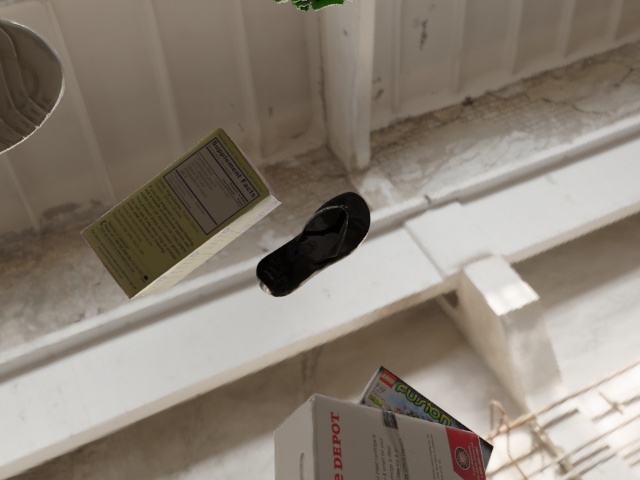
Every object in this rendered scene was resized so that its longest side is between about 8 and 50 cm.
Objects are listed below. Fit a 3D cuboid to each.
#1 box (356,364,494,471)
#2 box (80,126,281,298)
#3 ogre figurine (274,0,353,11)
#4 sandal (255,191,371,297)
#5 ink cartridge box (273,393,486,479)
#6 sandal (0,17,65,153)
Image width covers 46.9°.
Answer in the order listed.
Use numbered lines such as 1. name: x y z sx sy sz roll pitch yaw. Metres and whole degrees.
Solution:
1. box: 0.145 0.284 1.071 0.114 0.207 0.036 -50 -7 -50
2. box: -0.194 -0.036 1.094 0.243 0.117 0.213 -36 -1 1
3. ogre figurine: -0.018 -0.358 1.000 0.197 0.118 0.096 53 -133 -60
4. sandal: 0.000 0.001 1.216 0.254 0.097 0.054 -44 -19 -33
5. ink cartridge box: 0.071 0.289 0.822 0.237 0.172 0.100 19 -44 -25
6. sandal: -0.502 -0.144 0.882 0.416 0.102 0.169 -43 -52 -32
